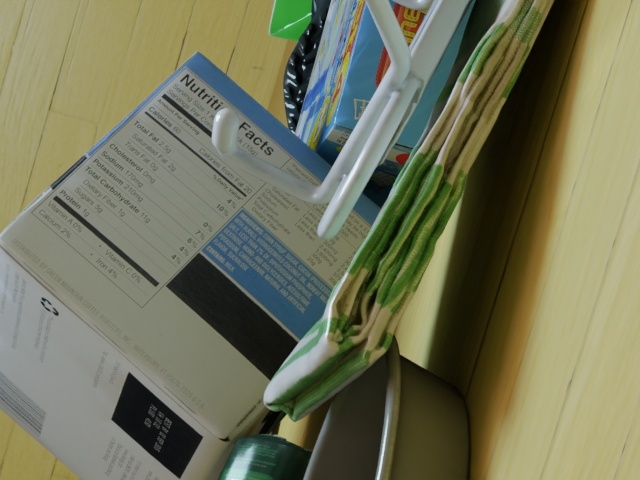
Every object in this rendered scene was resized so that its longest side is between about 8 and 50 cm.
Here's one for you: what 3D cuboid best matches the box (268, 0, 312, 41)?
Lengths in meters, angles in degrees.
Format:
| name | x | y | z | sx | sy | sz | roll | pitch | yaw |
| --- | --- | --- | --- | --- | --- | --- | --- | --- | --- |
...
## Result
| name | x | y | z | sx | sy | sz | roll | pitch | yaw |
| --- | --- | --- | --- | --- | --- | --- | --- | --- | --- |
| box | 0.038 | -0.379 | 1.935 | 0.231 | 0.126 | 0.262 | -83 | 6 | -51 |

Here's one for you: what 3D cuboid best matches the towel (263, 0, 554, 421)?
| name | x | y | z | sx | sy | sz | roll | pitch | yaw |
| --- | --- | --- | --- | --- | --- | --- | --- | --- | --- |
| towel | 0.063 | -0.051 | 1.050 | 0.325 | 0.038 | 0.248 | -63 | 2 | -17 |

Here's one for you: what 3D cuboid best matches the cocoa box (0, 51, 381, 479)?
| name | x | y | z | sx | sy | sz | roll | pitch | yaw |
| --- | --- | --- | --- | --- | --- | --- | --- | --- | --- |
| cocoa box | -0.114 | 0.060 | 1.414 | 0.228 | 0.231 | 0.347 | -47 | -6 | -25 |

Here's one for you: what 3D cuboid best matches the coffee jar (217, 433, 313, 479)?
| name | x | y | z | sx | sy | sz | roll | pitch | yaw |
| --- | --- | --- | --- | --- | --- | --- | --- | --- | --- |
| coffee jar | -0.053 | 0.229 | 1.175 | 0.096 | 0.079 | 0.184 | 57 | -130 | -41 |

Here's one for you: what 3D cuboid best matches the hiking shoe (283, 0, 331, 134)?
| name | x | y | z | sx | sy | sz | roll | pitch | yaw |
| --- | --- | --- | --- | --- | --- | --- | --- | --- | --- |
| hiking shoe | 0.038 | -0.187 | 1.726 | 0.132 | 0.113 | 0.304 | 57 | -146 | -57 |

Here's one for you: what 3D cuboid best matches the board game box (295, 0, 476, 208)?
| name | x | y | z | sx | sy | sz | roll | pitch | yaw |
| --- | --- | --- | --- | --- | --- | --- | --- | --- | --- |
| board game box | 0.061 | -0.181 | 1.448 | 0.302 | 0.086 | 0.308 | 129 | 157 | -74 |

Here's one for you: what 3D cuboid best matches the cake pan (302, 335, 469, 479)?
| name | x | y | z | sx | sy | sz | roll | pitch | yaw |
| --- | --- | --- | --- | --- | --- | --- | --- | --- | --- |
| cake pan | 0.018 | 0.197 | 1.000 | 0.293 | 0.054 | 0.293 | -164 | 90 | -83 |

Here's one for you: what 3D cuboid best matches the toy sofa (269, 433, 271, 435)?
| name | x | y | z | sx | sy | sz | roll | pitch | yaw |
| --- | --- | --- | --- | --- | --- | --- | --- | --- | --- |
| toy sofa | -0.090 | 0.096 | 1.918 | 0.150 | 0.177 | 0.363 | 69 | -150 | -58 |

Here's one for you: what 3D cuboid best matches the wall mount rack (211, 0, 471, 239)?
| name | x | y | z | sx | sy | sz | roll | pitch | yaw |
| --- | --- | --- | --- | --- | --- | --- | --- | --- | --- |
| wall mount rack | 0.043 | -0.185 | 1.106 | 0.350 | 0.130 | 0.304 | -63 | 1 | -34 |

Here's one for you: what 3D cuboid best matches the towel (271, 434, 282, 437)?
| name | x | y | z | sx | sy | sz | roll | pitch | yaw |
| --- | --- | --- | --- | --- | --- | --- | --- | --- | --- |
| towel | -0.059 | 0.277 | 1.596 | 0.197 | 0.029 | 0.144 | -87 | 15 | -74 |
